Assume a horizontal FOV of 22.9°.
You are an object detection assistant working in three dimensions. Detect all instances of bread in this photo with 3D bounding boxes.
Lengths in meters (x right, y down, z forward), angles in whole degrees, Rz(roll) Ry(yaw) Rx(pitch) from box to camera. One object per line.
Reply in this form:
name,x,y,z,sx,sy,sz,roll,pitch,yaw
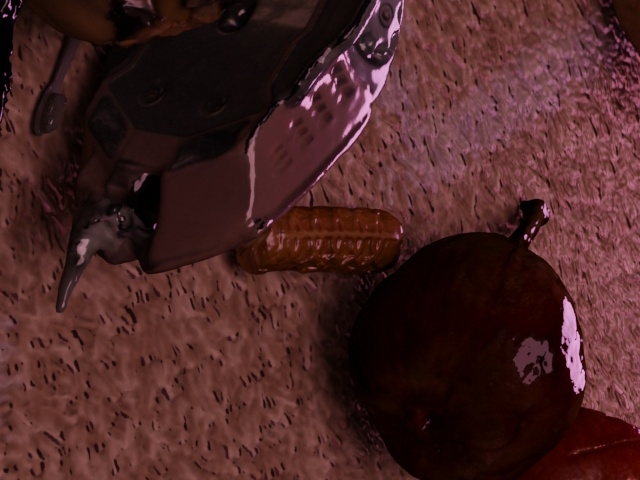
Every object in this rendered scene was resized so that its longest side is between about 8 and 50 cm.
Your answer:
bread,0.000,0.000,1.196,0.157,0.044,0.052,0,97,-41

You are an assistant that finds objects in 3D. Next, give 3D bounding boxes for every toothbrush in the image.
toothbrush,-0.157,-0.159,1.072,0.014,0.017,0.194,32,68,-43

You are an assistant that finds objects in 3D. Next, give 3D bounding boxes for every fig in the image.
fig,0.113,0.059,1.262,0.191,0.190,0.290,52,19,-30

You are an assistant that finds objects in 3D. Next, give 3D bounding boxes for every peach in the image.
peach,0.219,0.220,1.312,0.190,0.190,0.192,-7,83,-41

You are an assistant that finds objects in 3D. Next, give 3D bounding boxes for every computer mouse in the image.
computer mouse,-0.051,-0.093,1.062,0.389,0.199,0.115,-60,138,-22

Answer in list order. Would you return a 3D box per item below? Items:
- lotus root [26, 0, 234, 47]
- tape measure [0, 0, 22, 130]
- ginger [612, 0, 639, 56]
lotus root,-0.128,-0.274,0.998,0.182,0.182,0.310,-6,86,-41
tape measure,-0.237,-0.176,0.882,0.098,0.215,0.351,14,91,-76
ginger,0.330,-0.241,1.422,0.138,0.152,0.267,-17,85,-13
